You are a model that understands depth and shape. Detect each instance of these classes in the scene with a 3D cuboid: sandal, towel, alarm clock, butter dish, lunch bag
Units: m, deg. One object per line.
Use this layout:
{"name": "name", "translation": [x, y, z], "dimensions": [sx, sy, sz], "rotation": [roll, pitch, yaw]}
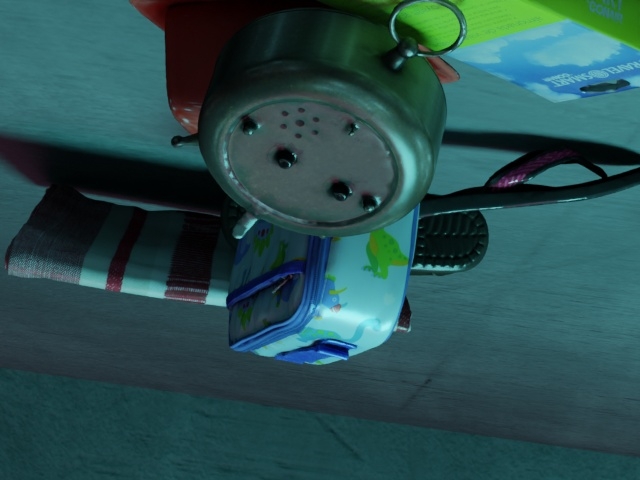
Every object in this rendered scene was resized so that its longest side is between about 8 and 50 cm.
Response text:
{"name": "sandal", "translation": [0.143, -0.044, 1.318], "dimensions": [0.179, 0.040, 0.067], "rotation": [-6, -179, 4]}
{"name": "towel", "translation": [-0.091, 0.013, 1.596], "dimensions": [0.329, 0.037, 0.237], "rotation": [9, -167, -3]}
{"name": "alarm clock", "translation": [0.010, -0.068, 0.987], "dimensions": [0.129, 0.064, 0.192], "rotation": [31, 133, -17]}
{"name": "butter dish", "translation": [-0.021, -0.079, 1.106], "dimensions": [0.160, 0.118, 0.160], "rotation": [3, 168, 29]}
{"name": "lunch bag", "translation": [0.000, 0.000, 1.330], "dimensions": [0.090, 0.176, 0.219], "rotation": [12, 169, -15]}

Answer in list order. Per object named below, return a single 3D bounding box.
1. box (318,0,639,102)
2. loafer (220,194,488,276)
{"name": "box", "translation": [0.098, -0.123, 0.986], "dimensions": [0.178, 0.042, 0.109], "rotation": [18, 166, -35]}
{"name": "loafer", "translation": [0.026, 0.000, 1.544], "dimensions": [0.220, 0.080, 0.078], "rotation": [9, 168, 0]}
